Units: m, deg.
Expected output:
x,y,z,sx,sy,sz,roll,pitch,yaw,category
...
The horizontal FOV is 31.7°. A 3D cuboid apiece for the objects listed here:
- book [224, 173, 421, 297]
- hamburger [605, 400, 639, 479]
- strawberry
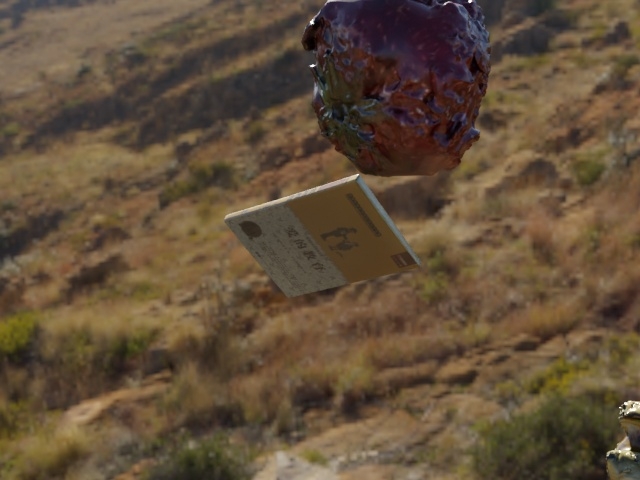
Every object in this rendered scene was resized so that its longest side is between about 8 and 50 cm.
x,y,z,sx,sy,sz,roll,pitch,yaw,category
0.000,0.000,1.113,0.172,0.118,0.012,-15,35,37,book
0.417,0.296,1.280,0.130,0.262,0.124,-12,29,34,hamburger
0.116,-0.213,1.437,0.220,0.274,0.274,-34,31,-24,strawberry
